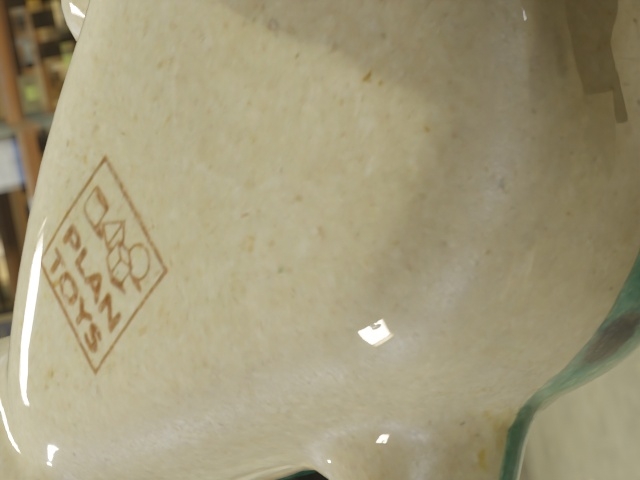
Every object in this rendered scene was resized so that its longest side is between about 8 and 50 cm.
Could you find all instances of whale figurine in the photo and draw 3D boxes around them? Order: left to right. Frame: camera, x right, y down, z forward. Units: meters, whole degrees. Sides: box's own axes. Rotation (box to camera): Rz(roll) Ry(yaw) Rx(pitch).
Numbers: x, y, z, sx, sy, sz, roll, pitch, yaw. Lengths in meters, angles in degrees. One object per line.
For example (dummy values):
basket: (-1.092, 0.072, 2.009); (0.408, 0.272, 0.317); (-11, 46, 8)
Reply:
whale figurine: (0.000, 0.000, 0.533); (0.272, 0.141, 0.216); (-51, 56, 30)
